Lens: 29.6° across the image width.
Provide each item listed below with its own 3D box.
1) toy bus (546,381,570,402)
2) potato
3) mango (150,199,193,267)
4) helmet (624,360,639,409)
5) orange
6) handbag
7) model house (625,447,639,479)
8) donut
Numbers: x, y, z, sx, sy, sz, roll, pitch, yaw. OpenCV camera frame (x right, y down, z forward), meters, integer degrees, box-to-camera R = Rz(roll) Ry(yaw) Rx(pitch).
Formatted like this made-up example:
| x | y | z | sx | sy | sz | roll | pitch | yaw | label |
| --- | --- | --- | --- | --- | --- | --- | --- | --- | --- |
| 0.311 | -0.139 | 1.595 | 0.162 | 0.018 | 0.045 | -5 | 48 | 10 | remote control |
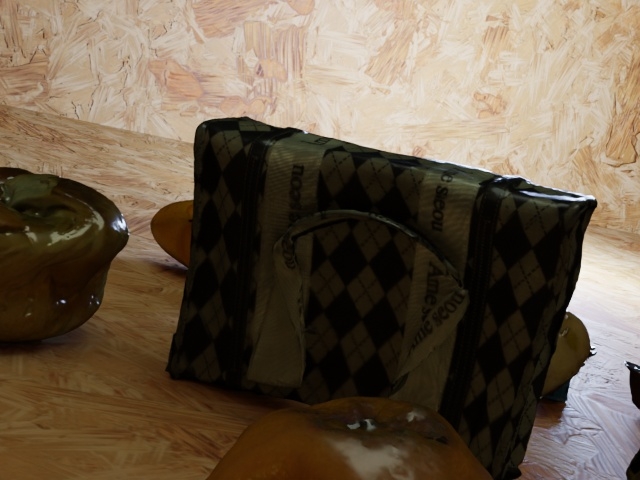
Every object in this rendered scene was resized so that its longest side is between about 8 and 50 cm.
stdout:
| x | y | z | sx | sy | sz | roll | pitch | yaw | label |
| --- | --- | --- | --- | --- | --- | --- | --- | --- | --- |
| 0.314 | 0.190 | 1.654 | 0.046 | 0.038 | 0.083 | 11 | 10 | -3 | toy bus |
| 0.288 | 0.130 | 1.615 | 0.138 | 0.098 | 0.243 | -21 | 10 | 4 | potato |
| -0.145 | -0.002 | 1.812 | 0.252 | 0.126 | 0.154 | 11 | 15 | 25 | mango |
| 0.470 | 0.213 | 1.658 | 0.123 | 0.070 | 0.098 | 11 | 2 | 23 | helmet |
| 0.031 | 0.196 | 0.809 | 0.249 | 0.183 | 0.249 | 13 | 12 | -3 | orange |
| 0.050 | 0.061 | 1.259 | 0.416 | 0.317 | 0.180 | 14 | 10 | 22 | handbag |
| 0.352 | 0.193 | 1.022 | 0.204 | 0.279 | 0.218 | 17 | 11 | 4 | model house |
| -0.398 | -0.004 | 1.348 | 0.360 | 0.170 | 0.360 | 13 | 12 | -3 | donut |
